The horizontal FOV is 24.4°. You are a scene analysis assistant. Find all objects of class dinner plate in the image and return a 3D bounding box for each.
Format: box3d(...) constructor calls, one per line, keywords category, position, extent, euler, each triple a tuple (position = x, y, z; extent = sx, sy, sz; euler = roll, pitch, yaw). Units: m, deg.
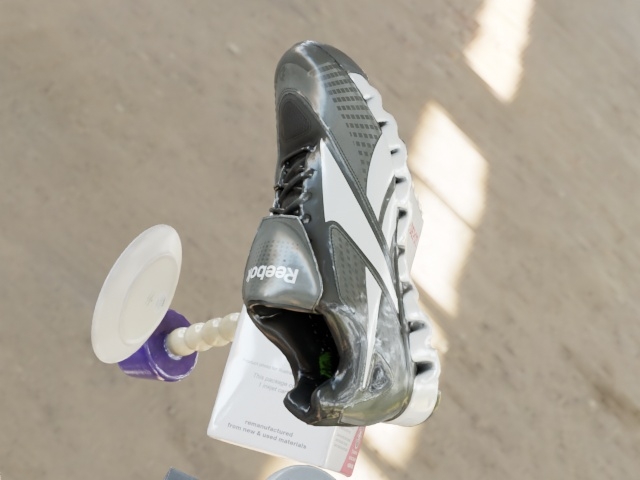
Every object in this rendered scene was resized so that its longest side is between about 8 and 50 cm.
box3d(category="dinner plate", position=(-0.166, 0.053, 1.385), extent=(0.017, 0.141, 0.141), euler=(25, 14, 19))

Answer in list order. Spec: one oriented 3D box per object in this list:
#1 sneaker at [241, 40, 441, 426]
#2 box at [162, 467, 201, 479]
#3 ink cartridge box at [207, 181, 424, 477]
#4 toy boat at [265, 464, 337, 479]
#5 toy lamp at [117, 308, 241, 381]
box3d(category="sneaker", position=(0.000, 0.000, 0.845), extent=(0.106, 0.078, 0.234), euler=(-11, 88, -42))
box3d(category="box", position=(-0.125, 0.422, 1.921), extent=(0.233, 0.059, 0.183), euler=(25, 48, -6))
box3d(category="ink cartridge box", position=(0.002, 0.062, 1.204), extent=(0.100, 0.237, 0.172), euler=(15, -9, 11))
box3d(category="toy boat", position=(0.069, 0.267, 1.043), extent=(0.318, 0.268, 0.148), euler=(31, 50, -41))
box3d(category="toy lamp", position=(-0.099, 0.089, 1.482), extent=(0.080, 0.275, 0.080), euler=(23, 58, -43))
